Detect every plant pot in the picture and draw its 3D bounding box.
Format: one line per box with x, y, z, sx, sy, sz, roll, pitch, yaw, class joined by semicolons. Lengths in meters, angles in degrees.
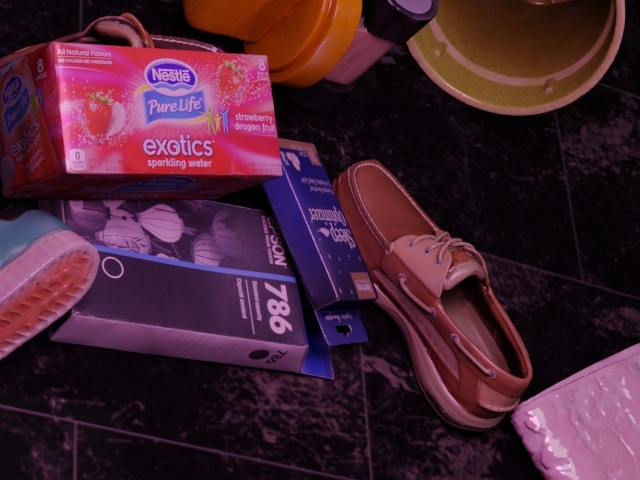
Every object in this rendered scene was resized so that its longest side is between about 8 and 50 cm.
0.260;-0.334;2.307;0.276;0.276;0.254;40;34;-7;plant pot

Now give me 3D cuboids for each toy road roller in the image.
-0.034;-0.325;2.083;0.240;0.202;0.329;13;53;-37;toy road roller

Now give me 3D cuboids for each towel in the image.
0.392;0.282;2.087;0.317;0.053;0.332;-22;76;-45;towel

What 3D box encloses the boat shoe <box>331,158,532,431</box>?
0.132;0.046;2.021;0.122;0.120;0.324;-21;74;-43;boat shoe

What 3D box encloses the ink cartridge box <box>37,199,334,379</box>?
-0.121;0.039;1.882;0.332;0.065;0.165;10;54;-32;ink cartridge box

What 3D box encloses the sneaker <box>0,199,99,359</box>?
-0.350;0.061;1.680;0.121;0.108;0.302;34;48;29;sneaker

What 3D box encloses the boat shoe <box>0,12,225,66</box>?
-0.212;-0.167;1.913;0.342;0.123;0.123;-9;66;-40;boat shoe

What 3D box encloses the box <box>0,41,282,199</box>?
-0.176;-0.112;1.789;0.257;0.122;0.128;0;80;-40;box

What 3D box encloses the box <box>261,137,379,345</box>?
0.000;0.000;1.957;0.225;0.036;0.136;68;18;8;box
